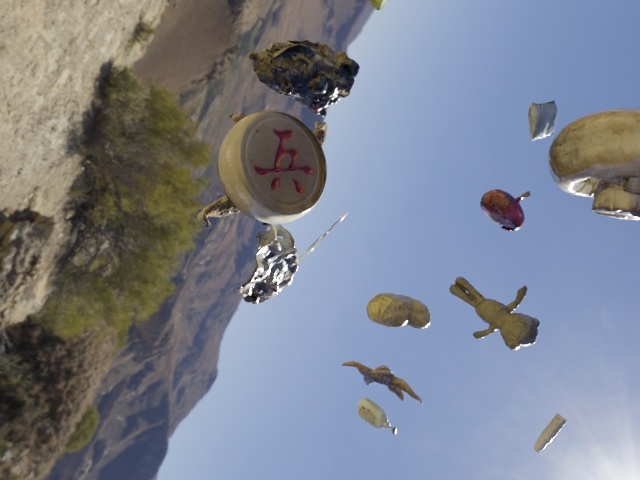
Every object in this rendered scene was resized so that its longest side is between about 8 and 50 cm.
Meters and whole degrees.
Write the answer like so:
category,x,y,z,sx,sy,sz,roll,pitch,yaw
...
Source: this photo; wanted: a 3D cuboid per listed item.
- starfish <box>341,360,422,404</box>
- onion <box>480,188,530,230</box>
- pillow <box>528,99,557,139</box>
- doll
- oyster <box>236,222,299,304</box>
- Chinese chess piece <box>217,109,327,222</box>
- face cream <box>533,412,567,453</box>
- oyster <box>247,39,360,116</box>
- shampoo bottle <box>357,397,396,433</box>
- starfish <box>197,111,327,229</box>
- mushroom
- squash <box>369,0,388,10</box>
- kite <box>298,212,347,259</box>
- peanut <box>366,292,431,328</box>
category,x,y,z,sx,sy,sz,roll,pitch,yaw
starfish,0.198,0.456,1.604,0.235,0.277,0.062,97,15,-60
onion,0.571,-0.111,1.500,0.140,0.150,0.150,-44,-168,1
pillow,0.792,-0.430,1.764,0.051,0.128,0.229,7,-162,42
doll,0.513,0.221,1.501,0.202,0.286,0.091,-57,145,-32
oyster,-0.121,0.075,1.261,0.201,0.107,0.354,-61,175,-13
Chinese chess piece,-0.104,-0.161,1.098,0.103,0.250,0.249,-11,-132,53
face cream,0.681,0.577,1.478,0.130,0.034,0.034,-54,-168,2
oyster,-0.048,-0.559,1.604,0.221,0.361,0.096,-64,-154,7
shampoo bottle,0.189,0.583,1.631,0.152,0.045,0.077,23,-66,48
starfish,-0.155,-0.218,1.470,0.082,0.432,0.323,40,-49,41
mushroom,0.538,-0.147,0.953,0.254,0.189,0.195,31,69,-77
squash,0.157,-0.735,1.274,0.236,0.155,0.204,-60,177,25
kite,-0.002,-0.002,2.093,0.377,0.013,0.327,-44,178,-29
peanut,0.323,0.290,2.011,0.147,0.306,0.147,-16,-111,51
